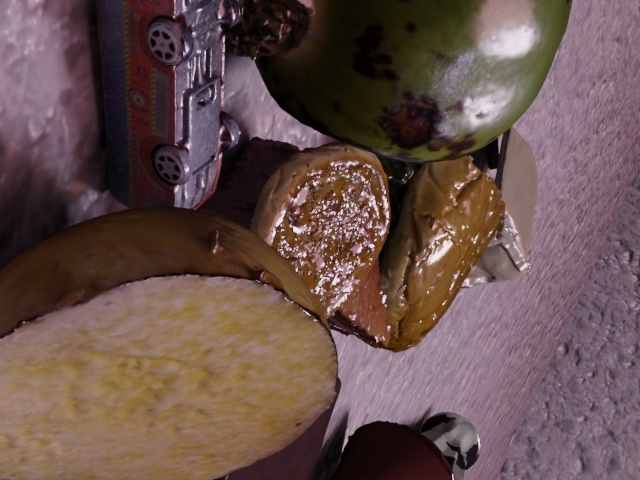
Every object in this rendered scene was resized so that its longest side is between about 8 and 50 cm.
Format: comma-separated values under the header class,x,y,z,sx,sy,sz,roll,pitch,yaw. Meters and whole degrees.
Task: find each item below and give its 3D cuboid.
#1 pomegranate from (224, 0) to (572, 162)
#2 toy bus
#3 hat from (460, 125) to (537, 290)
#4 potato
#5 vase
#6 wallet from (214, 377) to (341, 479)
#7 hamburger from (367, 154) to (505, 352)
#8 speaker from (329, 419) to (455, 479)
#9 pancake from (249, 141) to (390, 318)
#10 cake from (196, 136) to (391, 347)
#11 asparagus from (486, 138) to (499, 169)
class,x,y,z,sx,sy,sz,roll,pitch,yaw
pomegranate,0.047,-0.174,0.676,0.270,0.254,0.254,-24,136,-33
toy bus,-0.097,-0.099,0.612,0.065,0.077,0.192,-48,153,-45
hat,0.237,-0.045,1.456,0.214,0.149,0.244,36,49,-60
potato,-0.119,0.067,0.622,0.239,0.116,0.299,-27,148,1
vase,0.172,0.384,1.617,0.360,0.165,0.165,-13,123,-69
wallet,-0.061,0.230,1.051,0.229,0.049,0.182,9,102,-66
hamburger,0.093,0.013,1.067,0.211,0.132,0.309,-57,162,-11
speaker,-0.012,0.391,1.261,0.329,0.198,0.259,-21,171,-43
pancake,0.000,0.000,0.726,0.158,0.028,0.158,-29,130,-41
cake,-0.006,0.013,0.871,0.113,0.116,0.295,-59,154,-18
asparagus,0.249,-0.177,1.429,0.248,0.024,0.025,71,3,-59
